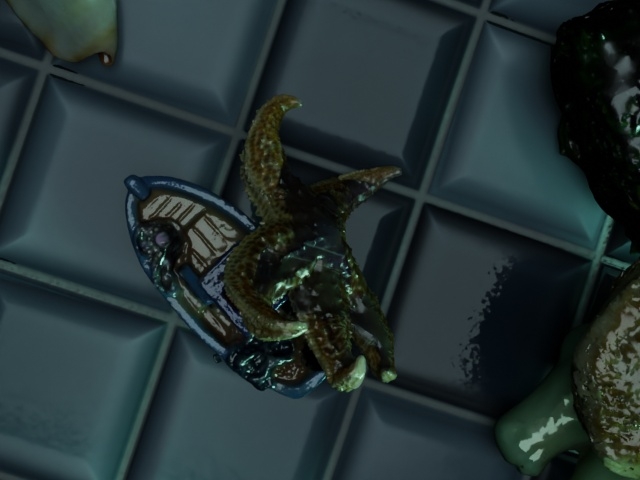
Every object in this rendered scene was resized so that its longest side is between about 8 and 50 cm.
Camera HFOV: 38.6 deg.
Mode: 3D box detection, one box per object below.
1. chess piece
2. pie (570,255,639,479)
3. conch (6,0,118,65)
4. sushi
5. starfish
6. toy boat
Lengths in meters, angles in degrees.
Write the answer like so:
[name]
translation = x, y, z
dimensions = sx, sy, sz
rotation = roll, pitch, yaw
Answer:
[chess piece]
translation = 0.250, 0.215, 0.744
dimensions = 0.176, 0.176, 0.298
rotation = -14, 79, -5
[pie]
translation = 0.273, 0.094, 0.684
dimensions = 0.193, 0.079, 0.163
rotation = -44, 80, -4
[conch]
translation = -0.213, -0.227, 0.730
dimensions = 0.104, 0.094, 0.176
rotation = -25, 120, -17
[sushi]
translation = 0.273, -0.090, 0.739
dimensions = 0.127, 0.124, 0.225
rotation = -29, 95, -7
[starfish]
translation = -0.002, 0.000, 0.699
dimensions = 0.071, 0.216, 0.238
rotation = -24, 85, 33
[toy boat]
translation = -0.076, 0.032, 0.725
dimensions = 0.100, 0.097, 0.223
rotation = -45, 95, -6
